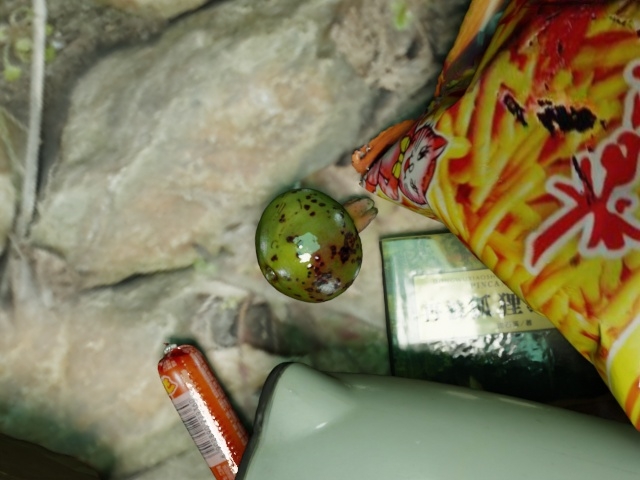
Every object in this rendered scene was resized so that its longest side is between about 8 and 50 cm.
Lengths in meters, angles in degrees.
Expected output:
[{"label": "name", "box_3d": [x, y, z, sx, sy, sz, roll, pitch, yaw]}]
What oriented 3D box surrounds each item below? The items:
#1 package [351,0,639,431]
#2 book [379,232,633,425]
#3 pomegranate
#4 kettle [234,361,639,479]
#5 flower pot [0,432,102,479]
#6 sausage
[{"label": "package", "box_3d": [0.156, -0.055, 0.412, 0.223, 0.108, 0.288, -55, 49, 13]}, {"label": "book", "box_3d": [0.128, 0.105, 0.519, 0.160, 0.024, 0.228, -5, 90, 0]}, {"label": "pomegranate", "box_3d": [0.001, 0.004, 0.495, 0.085, 0.073, 0.073, -4, 90, -17]}, {"label": "kettle", "box_3d": [0.075, 0.182, 0.430, 0.237, 0.161, 0.221, 10, 125, 24]}, {"label": "flower pot", "box_3d": [-0.220, 0.212, 0.425, 0.212, 0.212, 0.202, 20, 82, -2]}, {"label": "sausage", "box_3d": [-0.068, 0.121, 0.507, 0.034, 0.034, 0.129, -31, 90, -2]}]
